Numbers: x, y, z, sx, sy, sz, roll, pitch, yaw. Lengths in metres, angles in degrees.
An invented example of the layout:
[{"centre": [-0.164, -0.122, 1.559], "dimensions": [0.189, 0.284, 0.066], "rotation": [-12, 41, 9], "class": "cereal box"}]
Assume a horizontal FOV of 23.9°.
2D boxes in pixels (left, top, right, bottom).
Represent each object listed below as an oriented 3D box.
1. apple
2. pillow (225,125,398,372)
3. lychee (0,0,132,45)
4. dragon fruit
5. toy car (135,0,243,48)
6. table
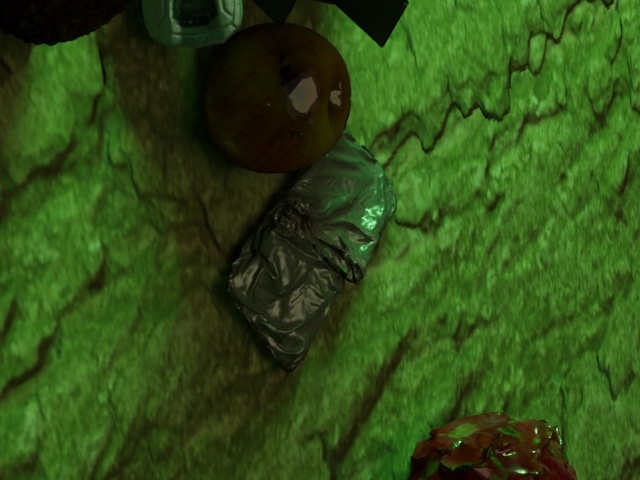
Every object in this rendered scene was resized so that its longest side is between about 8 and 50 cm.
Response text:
[{"centre": [-0.037, -0.131, 1.390], "dimensions": [0.146, 0.146, 0.146], "rotation": [0, 90, -49], "class": "apple"}, {"centre": [0.000, 0.000, 1.494], "dimensions": [0.135, 0.049, 0.248], "rotation": [54, 49, -28], "class": "pillow"}, {"centre": [-0.209, -0.249, 1.163], "dimensions": [0.194, 0.194, 0.194], "rotation": [0, 90, -49], "class": "lychee"}, {"centre": [0.192, 0.311, 1.585], "dimensions": [0.205, 0.210, 0.268], "rotation": [-19, 79, -39], "class": "dragon fruit"}, {"centre": [-0.121, -0.269, 1.319], "dimensions": [0.095, 0.056, 0.204], "rotation": [-7, 97, -7], "class": "toy car"}, {"centre": [-0.025, -0.261, 1.413], "dimensions": [0.146, 0.175, 0.062], "rotation": [4, 126, -49], "class": "table"}]
